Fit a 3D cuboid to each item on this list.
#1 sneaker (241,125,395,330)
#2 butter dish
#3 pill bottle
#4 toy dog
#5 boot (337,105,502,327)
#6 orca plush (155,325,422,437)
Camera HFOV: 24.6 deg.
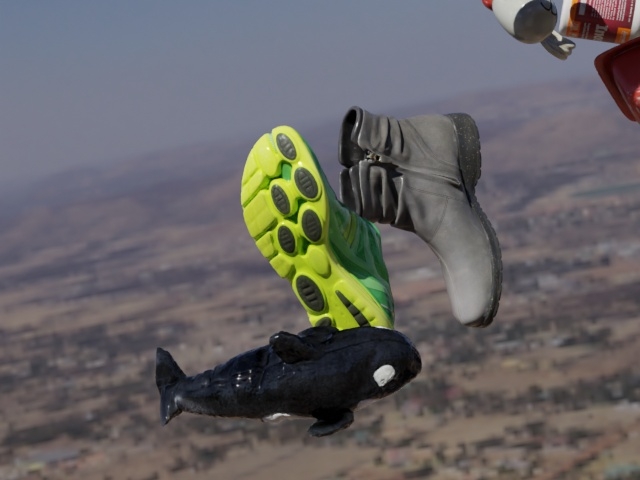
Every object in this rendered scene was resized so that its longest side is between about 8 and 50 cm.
[{"bbox_3d":[0.000,0.000,1.703,0.109,0.296,0.123,-18,20,22],"label":"sneaker"},{"bbox_3d":[0.446,-0.185,1.848,0.160,0.118,0.160,-21,-39,21],"label":"butter dish"},{"bbox_3d":[0.436,-0.337,2.192,0.152,0.086,0.086,9,8,8],"label":"pill bottle"},{"bbox_3d":[0.259,-0.418,2.079,0.161,0.334,0.220,-54,-28,20],"label":"toy dog"},{"bbox_3d":[0.133,-0.028,2.150,0.222,0.338,0.118,-4,-14,-30],"label":"boot"},{"bbox_3d":[-0.043,0.120,1.557,0.287,0.102,0.151,2,44,17],"label":"orca plush"}]
